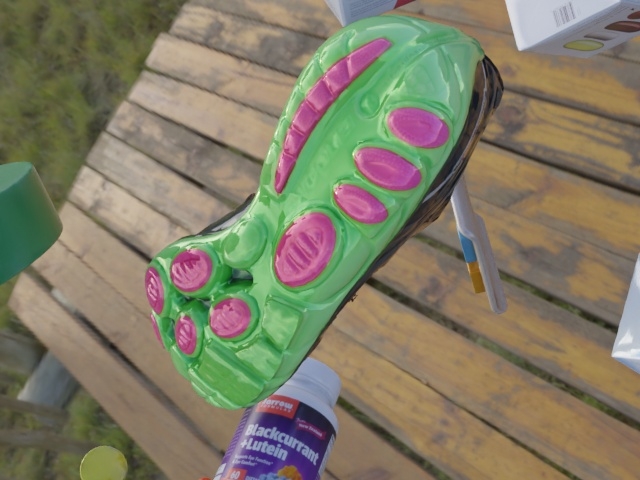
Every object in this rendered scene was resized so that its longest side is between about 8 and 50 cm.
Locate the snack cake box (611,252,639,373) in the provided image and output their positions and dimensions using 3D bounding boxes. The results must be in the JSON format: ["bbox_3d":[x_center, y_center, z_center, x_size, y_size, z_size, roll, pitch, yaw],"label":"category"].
[{"bbox_3d":[0.518,0.138,1.172,0.089,0.264,0.152,-2,63,57],"label":"snack cake box"}]

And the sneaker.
[{"bbox_3d":[0.000,0.000,0.813,0.483,0.202,0.185,-44,73,38],"label":"sneaker"}]

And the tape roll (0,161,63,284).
[{"bbox_3d":[-0.425,0.020,0.881,0.321,0.077,0.321,-18,19,6],"label":"tape roll"}]

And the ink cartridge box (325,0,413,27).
[{"bbox_3d":[0.044,-0.259,0.723,0.099,0.135,0.056,-23,52,-7],"label":"ink cartridge box"}]

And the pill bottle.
[{"bbox_3d":[-0.043,0.228,0.972,0.108,0.108,0.193,-12,40,38],"label":"pill bottle"}]

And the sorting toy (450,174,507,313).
[{"bbox_3d":[0.206,-0.021,1.234,0.038,0.208,0.193,-18,50,13],"label":"sorting toy"}]

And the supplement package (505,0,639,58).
[{"bbox_3d":[0.439,-0.403,1.423,0.194,0.203,0.149,-20,79,49],"label":"supplement package"}]

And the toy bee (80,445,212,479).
[{"bbox_3d":[-0.195,0.338,0.999,0.298,0.162,0.195,3,106,47],"label":"toy bee"}]
